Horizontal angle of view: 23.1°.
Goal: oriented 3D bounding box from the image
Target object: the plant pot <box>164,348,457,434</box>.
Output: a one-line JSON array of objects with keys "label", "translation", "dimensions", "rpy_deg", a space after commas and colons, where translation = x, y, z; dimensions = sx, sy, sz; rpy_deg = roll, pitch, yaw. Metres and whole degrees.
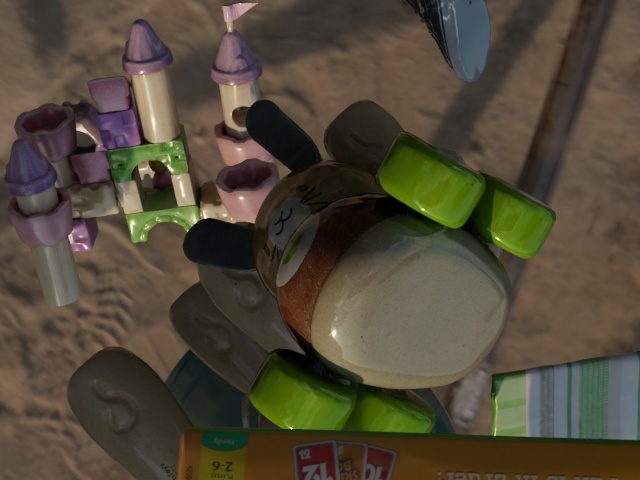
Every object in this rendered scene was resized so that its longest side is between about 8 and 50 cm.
[{"label": "plant pot", "translation": [0.008, 0.214, 1.337], "dimensions": [0.272, 0.255, 0.271], "rpy_deg": [-4, 104, -16]}]

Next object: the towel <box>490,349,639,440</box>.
[{"label": "towel", "translation": [0.228, 0.157, 1.433], "dimensions": [0.152, 0.023, 0.113], "rpy_deg": [-7, 115, -9]}]

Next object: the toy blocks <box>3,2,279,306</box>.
[{"label": "toy blocks", "translation": [-0.188, -0.126, 1.682], "dimensions": [0.289, 0.309, 0.260], "rpy_deg": [-8, 122, 4]}]

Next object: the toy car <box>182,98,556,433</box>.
[{"label": "toy car", "translation": [0.000, 0.000, 0.844], "dimensions": [0.149, 0.188, 0.155], "rpy_deg": [20, 102, -52]}]

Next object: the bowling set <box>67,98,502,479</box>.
[{"label": "bowling set", "translation": [0.001, 0.053, 0.990], "dimensions": [0.287, 0.200, 0.154], "rpy_deg": [-44, 84, 11]}]

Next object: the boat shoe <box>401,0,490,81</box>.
[{"label": "boat shoe", "translation": [0.112, -0.246, 1.576], "dimensions": [0.065, 0.083, 0.183], "rpy_deg": [-46, 130, -38]}]

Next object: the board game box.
[{"label": "board game box", "translation": [0.095, 0.090, 0.497], "dimensions": [0.124, 0.260, 0.039], "rpy_deg": [65, 25, -68]}]
